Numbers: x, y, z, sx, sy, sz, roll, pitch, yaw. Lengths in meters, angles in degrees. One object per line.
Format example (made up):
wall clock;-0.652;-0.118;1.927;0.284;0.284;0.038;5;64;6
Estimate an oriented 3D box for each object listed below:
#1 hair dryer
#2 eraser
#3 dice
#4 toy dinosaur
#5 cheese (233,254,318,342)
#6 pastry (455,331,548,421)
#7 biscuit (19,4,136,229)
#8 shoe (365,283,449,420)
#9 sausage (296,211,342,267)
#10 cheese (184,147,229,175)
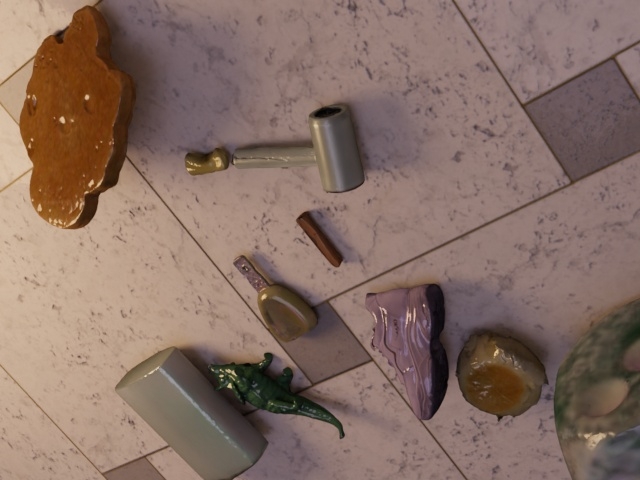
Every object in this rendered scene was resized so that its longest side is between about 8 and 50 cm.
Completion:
hair dryer;-0.047;-0.150;1.533;0.236;0.073;0.131;1;120;29
eraser;-0.262;0.360;1.891;0.290;0.104;0.189;49;136;-13
dice;0.571;0.288;1.406;0.328;0.348;0.330;-30;109;30
toy dinosaur;-0.083;0.290;1.804;0.292;0.079;0.120;12;129;15
cheese;-0.092;0.103;1.712;0.097;0.037;0.192;-32;105;31
pastry;0.312;0.234;1.620;0.165;0.088;0.166;9;124;13
biscuit;-0.408;-0.202;1.553;0.269;0.051;0.376;27;111;34
shoe;0.149;0.195;1.632;0.137;0.095;0.245;1;101;29
sausage;0.000;0.000;1.623;0.026;0.026;0.116;-29;109;31
cheese;-0.196;-0.137;1.602;0.083;0.030;0.044;-8;124;30
